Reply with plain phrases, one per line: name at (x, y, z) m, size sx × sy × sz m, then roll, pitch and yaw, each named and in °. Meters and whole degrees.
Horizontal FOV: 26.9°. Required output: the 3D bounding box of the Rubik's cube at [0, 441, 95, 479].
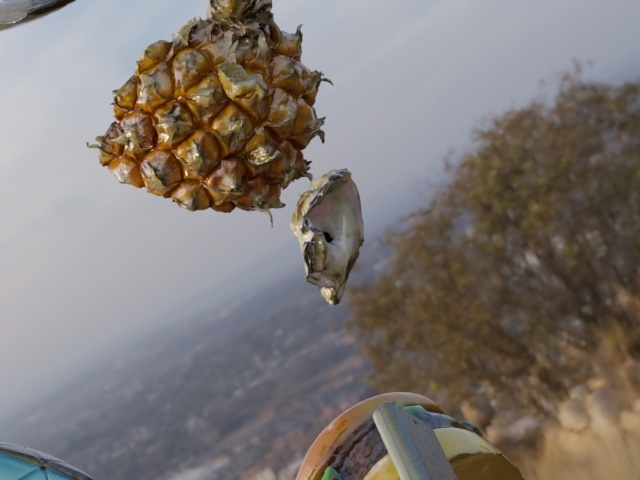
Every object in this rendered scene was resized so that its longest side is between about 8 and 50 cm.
Rubik's cube at (-0.476, 0.385, 1.889) m, size 0.254 × 0.254 × 0.254 m, roll -28°, pitch 1°, yaw 1°

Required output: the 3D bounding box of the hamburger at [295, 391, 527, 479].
hamburger at (0.142, 0.457, 2.291) m, size 0.395 × 0.396 × 0.277 m, roll -29°, pitch 37°, yaw -26°

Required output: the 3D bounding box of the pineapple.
pineapple at (-0.086, -0.181, 1.724) m, size 0.344 × 0.209 × 0.286 m, roll -18°, pitch -37°, yaw -45°

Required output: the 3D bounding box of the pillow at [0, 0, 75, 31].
pillow at (-0.346, -0.247, 1.468) m, size 0.217 × 0.033 × 0.130 m, roll -7°, pitch 17°, yaw 35°

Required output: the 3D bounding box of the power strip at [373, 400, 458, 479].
power strip at (0.124, 0.273, 1.590) m, size 0.034 × 0.092 × 0.268 m, roll -47°, pitch 31°, yaw 14°

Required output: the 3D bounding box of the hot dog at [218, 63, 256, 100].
hot dog at (-0.101, -0.189, 1.630) m, size 0.030 × 0.034 × 0.090 m, roll -9°, pitch 23°, yaw -15°

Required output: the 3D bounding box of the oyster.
oyster at (0.000, 0.000, 1.506) m, size 0.081 × 0.191 × 0.163 m, roll 3°, pitch 31°, yaw 18°
